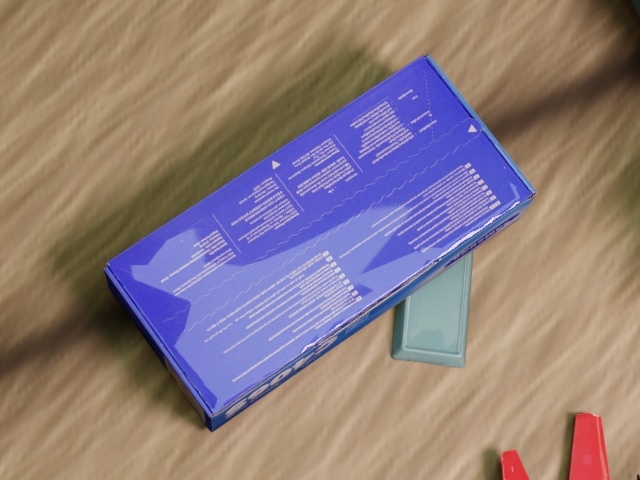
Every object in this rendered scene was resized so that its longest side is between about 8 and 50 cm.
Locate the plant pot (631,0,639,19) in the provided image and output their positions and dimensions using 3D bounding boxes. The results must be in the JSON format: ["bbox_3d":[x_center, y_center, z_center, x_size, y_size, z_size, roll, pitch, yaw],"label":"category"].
[{"bbox_3d":[0.376,-0.227,1.618,0.165,0.165,0.234,-21,101,-3],"label":"plant pot"}]

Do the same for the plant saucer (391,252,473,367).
[{"bbox_3d":[0.106,0.017,1.607,0.067,0.018,0.192,8,72,-5],"label":"plant saucer"}]

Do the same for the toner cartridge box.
[{"bbox_3d":[0.000,0.000,1.556,0.348,0.075,0.165,-33,79,-12],"label":"toner cartridge box"}]

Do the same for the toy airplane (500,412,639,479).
[{"bbox_3d":[0.213,0.219,1.554,0.151,0.028,0.151,2,74,-7],"label":"toy airplane"}]
